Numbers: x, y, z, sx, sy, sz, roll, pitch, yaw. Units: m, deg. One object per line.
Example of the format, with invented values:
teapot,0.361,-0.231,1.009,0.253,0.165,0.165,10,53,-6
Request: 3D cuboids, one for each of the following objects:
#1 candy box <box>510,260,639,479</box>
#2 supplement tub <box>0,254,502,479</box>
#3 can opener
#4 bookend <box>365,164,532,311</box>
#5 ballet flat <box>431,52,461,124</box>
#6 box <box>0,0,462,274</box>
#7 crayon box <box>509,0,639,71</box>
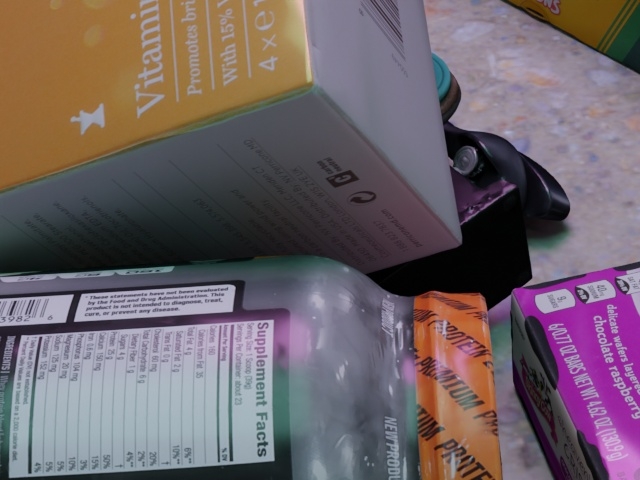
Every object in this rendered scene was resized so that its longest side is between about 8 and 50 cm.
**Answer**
candy box,0.224,0.071,0.773,0.233,0.071,0.159,-12,41,-7
supplement tub,-0.083,0.106,0.685,0.316,0.193,0.193,-3,41,4
can opener,0.064,-0.054,0.961,0.186,0.073,0.059,39,97,43
bookend,0.000,0.000,0.870,0.156,0.072,0.157,-35,48,-18
ballet flat,-0.055,-0.071,0.953,0.280,0.096,0.095,6,44,14
box,-0.131,-0.074,0.791,0.345,0.168,0.215,-17,61,19
crayon box,0.165,-0.228,1.049,0.081,0.165,0.278,-31,46,-25
